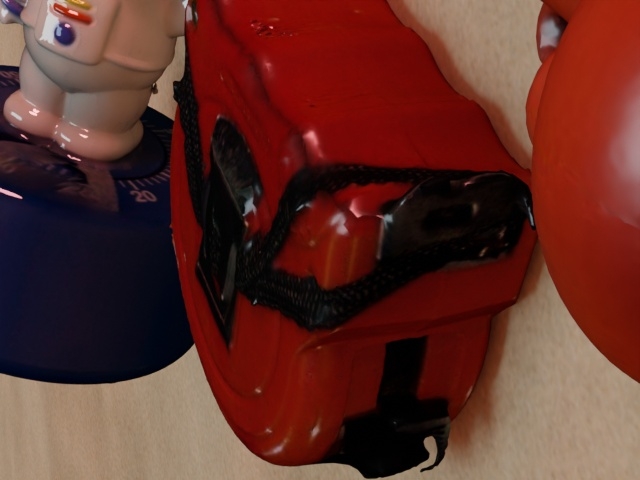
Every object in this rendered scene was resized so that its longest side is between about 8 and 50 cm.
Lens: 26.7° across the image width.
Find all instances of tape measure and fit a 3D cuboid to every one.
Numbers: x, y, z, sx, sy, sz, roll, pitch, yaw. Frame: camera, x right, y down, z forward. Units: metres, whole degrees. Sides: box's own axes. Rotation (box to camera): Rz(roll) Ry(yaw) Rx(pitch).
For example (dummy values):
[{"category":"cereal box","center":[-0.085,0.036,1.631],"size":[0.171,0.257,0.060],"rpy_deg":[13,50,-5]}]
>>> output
[{"category":"tape measure","center":[0.000,0.000,0.707],"size":[0.253,0.114,0.260],"rpy_deg":[-119,31,-43]}]

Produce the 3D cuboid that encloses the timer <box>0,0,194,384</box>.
[{"category":"timer","center":[-0.156,-0.123,0.936],"size":[0.270,0.270,0.384],"rpy_deg":[53,128,50]}]

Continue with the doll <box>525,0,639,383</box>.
[{"category":"doll","center":[0.125,-0.028,0.380],"size":[0.290,0.129,0.161],"rpy_deg":[-120,28,-54]}]
